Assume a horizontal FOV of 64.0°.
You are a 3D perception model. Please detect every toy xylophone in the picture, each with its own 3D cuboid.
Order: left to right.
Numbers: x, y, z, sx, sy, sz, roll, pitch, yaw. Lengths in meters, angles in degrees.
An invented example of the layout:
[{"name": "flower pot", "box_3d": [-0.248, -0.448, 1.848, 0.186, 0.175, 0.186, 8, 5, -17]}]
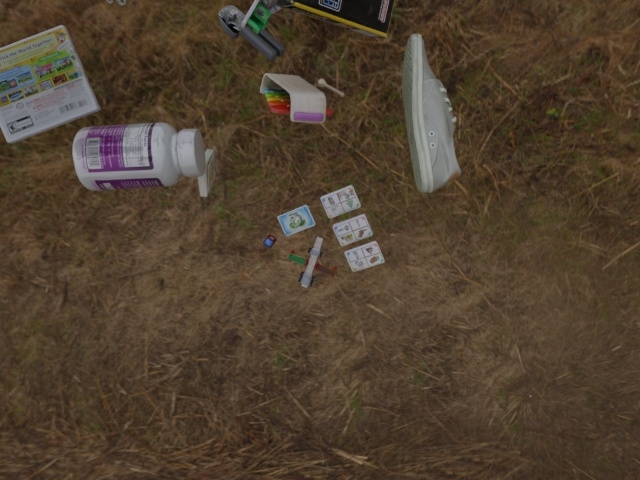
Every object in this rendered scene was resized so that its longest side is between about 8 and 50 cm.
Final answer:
[{"name": "toy xylophone", "box_3d": [-0.063, -0.465, 1.646, 0.322, 0.237, 0.081, -118, 33, -55]}]

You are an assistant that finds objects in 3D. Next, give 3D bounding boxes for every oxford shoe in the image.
[{"name": "oxford shoe", "box_3d": [0.309, -0.357, 1.439, 0.130, 0.169, 0.448, -8, 85, 2]}]

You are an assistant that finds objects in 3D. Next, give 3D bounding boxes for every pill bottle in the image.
[{"name": "pill bottle", "box_3d": [-0.464, -0.221, 1.340, 0.302, 0.169, 0.169, -3, 72, 0]}]

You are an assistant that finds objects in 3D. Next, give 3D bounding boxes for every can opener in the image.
[{"name": "can opener", "box_3d": [-0.252, -0.735, 1.838, 0.283, 0.095, 0.076, 43, 62, 8]}]

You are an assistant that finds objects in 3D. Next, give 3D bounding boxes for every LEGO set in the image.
[{"name": "LEGO set", "box_3d": [0.000, 0.000, 1.136, 0.245, 0.060, 0.182, -21, 100, 20]}]

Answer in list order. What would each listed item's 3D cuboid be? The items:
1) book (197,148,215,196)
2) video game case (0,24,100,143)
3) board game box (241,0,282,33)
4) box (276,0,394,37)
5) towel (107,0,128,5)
[{"name": "book", "box_3d": [-0.337, -0.202, 1.520, 0.035, 0.096, 0.144, 3, 30, -3]}, {"name": "video game case", "box_3d": [-0.662, -0.363, 1.197, 0.227, 0.026, 0.206, -21, 95, 0]}, {"name": "board game box", "box_3d": [-0.030, -0.756, 1.379, 0.050, 0.389, 0.390, 38, 126, -9]}, {"name": "box", "box_3d": [0.059, -0.622, 1.070, 0.079, 0.257, 0.321, 30, 113, 53]}, {"name": "towel", "box_3d": [-0.365, -0.590, 0.959, 0.049, 0.187, 0.282, 7, 50, -7]}]
